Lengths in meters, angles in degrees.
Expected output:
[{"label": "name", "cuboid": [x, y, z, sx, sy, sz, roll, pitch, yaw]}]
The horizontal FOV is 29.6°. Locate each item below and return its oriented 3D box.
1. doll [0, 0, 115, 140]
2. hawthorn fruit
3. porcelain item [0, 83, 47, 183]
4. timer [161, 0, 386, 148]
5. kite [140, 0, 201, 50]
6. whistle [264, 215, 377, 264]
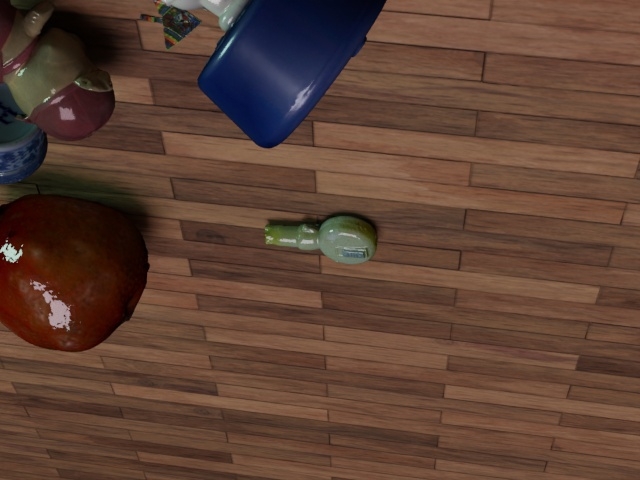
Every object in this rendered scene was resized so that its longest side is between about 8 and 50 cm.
[{"label": "doll", "cuboid": [-0.409, -0.252, 1.736, 0.256, 0.152, 0.196, 41, 170, -16]}, {"label": "hawthorn fruit", "cuboid": [-0.458, 0.055, 2.106, 0.311, 0.295, 0.295, 14, 146, -4]}, {"label": "porcelain item", "cuboid": [-0.500, -0.170, 1.884, 0.147, 0.147, 0.114, 13, 149, -4]}, {"label": "timer", "cuboid": [-0.135, -0.325, 1.506, 0.383, 0.270, 0.270, 35, 142, -9]}, {"label": "kite", "cuboid": [-0.213, -0.311, 1.723, 0.090, 0.004, 0.122, 6, 146, 5]}, {"label": "whistle", "cuboid": [0.000, 0.000, 2.081, 0.198, 0.057, 0.104, 3, 145, 9]}]
